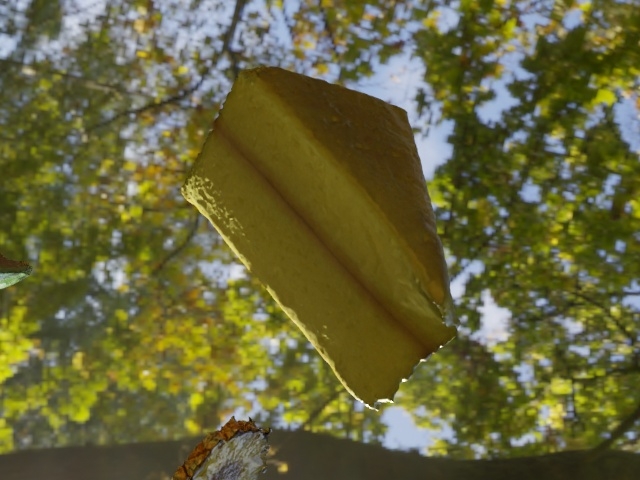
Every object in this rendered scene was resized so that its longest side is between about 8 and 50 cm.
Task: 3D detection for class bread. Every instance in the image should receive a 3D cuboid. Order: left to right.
[{"bbox_3d":[0.000,0.000,1.385,0.233,0.245,0.361,-60,-151,35],"label":"bread"}]

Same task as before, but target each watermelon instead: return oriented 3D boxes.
[{"bbox_3d":[-0.501,0.037,1.687,0.101,0.155,0.080,139,-29,-74],"label":"watermelon"}]

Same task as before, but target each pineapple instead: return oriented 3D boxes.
[{"bbox_3d":[-0.159,0.361,1.775,0.047,0.221,0.221,33,-69,31],"label":"pineapple"}]
